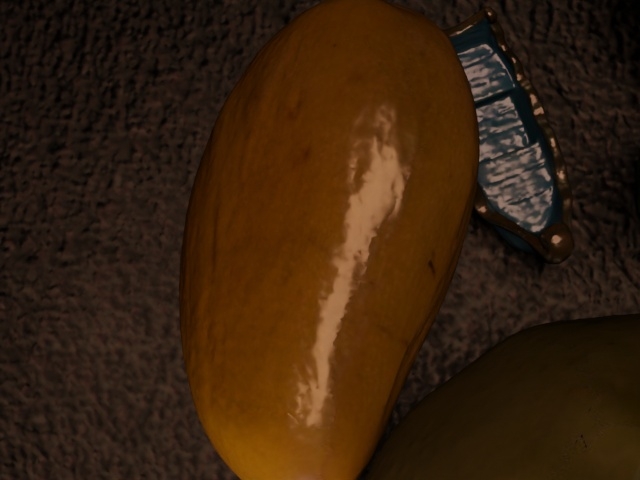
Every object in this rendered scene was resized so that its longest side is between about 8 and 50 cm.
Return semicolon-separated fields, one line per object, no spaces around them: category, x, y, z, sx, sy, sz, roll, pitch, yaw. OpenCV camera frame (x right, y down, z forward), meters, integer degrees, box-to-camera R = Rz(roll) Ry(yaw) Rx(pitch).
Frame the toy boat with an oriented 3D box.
toy boat;0.125;-0.068;0.883;0.075;0.077;0.186;-20;82;-2

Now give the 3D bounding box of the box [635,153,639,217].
box;0.276;-0.075;0.746;0.134;0.345;0.097;1;78;5

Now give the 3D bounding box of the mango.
mango;-0.005;-0.004;0.836;0.195;0.142;0.332;16;83;41

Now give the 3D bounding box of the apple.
apple;0.187;0.206;0.728;0.357;0.357;0.357;0;83;2
